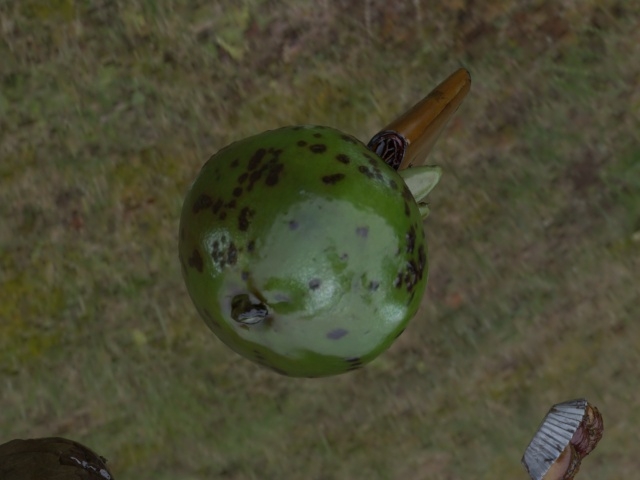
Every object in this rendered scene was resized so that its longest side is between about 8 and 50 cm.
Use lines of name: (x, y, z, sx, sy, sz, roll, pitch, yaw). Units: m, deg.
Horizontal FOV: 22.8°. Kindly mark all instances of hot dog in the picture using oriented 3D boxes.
hot dog: (0.231, 0.198, 1.508, 0.099, 0.053, 0.192, -55, 163, -5)

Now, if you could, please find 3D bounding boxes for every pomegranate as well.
pomegranate: (0.000, 0.000, 1.300, 0.263, 0.211, 0.211, -38, 147, -49)

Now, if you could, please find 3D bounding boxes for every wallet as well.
wallet: (0.062, -0.062, 1.496, 0.042, 0.161, 0.195, 34, 129, 7)

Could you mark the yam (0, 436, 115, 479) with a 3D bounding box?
yam: (-0.162, 0.233, 0.966, 0.131, 0.280, 0.131, -7, 120, -13)
